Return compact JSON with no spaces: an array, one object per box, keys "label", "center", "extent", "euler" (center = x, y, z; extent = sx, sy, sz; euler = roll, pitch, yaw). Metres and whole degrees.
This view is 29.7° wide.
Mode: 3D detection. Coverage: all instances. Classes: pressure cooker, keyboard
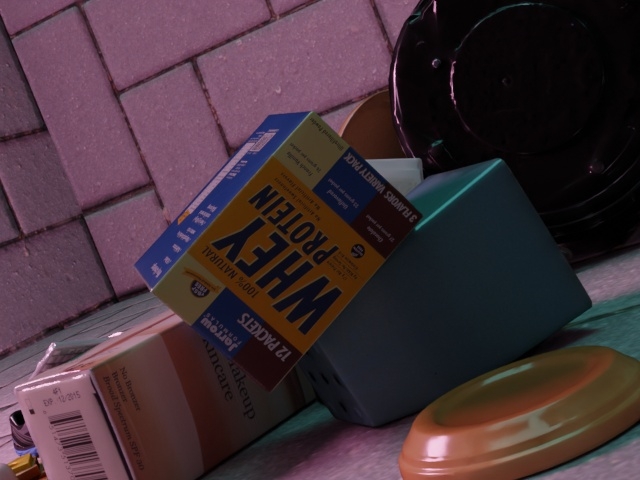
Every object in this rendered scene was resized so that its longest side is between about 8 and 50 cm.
[{"label":"pressure cooker","center":[0.311,-0.191,1.634],"extent":[0.375,0.370,0.420],"euler":[-62,-15,7]},{"label":"keyboard","center":[-0.225,0.133,1.307],"extent":[0.072,0.014,0.256],"euler":[-58,-23,14]}]

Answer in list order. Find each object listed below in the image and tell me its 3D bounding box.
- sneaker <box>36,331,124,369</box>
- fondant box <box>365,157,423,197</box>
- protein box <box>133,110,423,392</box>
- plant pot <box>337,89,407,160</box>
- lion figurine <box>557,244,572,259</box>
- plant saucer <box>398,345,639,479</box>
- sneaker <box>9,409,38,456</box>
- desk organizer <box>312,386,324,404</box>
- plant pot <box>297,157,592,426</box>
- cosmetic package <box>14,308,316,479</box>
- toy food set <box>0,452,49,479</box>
[{"label":"sneaker","center":[-0.402,0.227,2.169],"extent":[0.235,0.090,0.095],"euler":[-16,-7,20]},{"label":"fondant box","center":[0.000,0.000,1.585],"extent":[0.238,0.096,0.330],"euler":[-2,-21,-3]},{"label":"protein box","center":[-0.047,0.002,1.093],"extent":[0.201,0.136,0.200],"euler":[-49,13,-5]},{"label":"plant pot","center":[0.087,-0.106,1.776],"extent":[0.032,0.236,0.236],"euler":[15,29,42]},{"label":"lion figurine","center":[0.084,0.071,1.439],"extent":[0.392,0.142,0.240],"euler":[-8,-10,-27]},{"label":"plant saucer","center":[0.147,0.124,0.886],"extent":[0.200,0.037,0.200],"euler":[-21,4,1]},{"label":"sneaker","center":[-0.357,0.243,1.636],"extent":[0.188,0.078,0.067],"euler":[-18,6,34]},{"label":"desk organizer","center":[0.003,0.102,1.262],"extent":[0.050,0.130,0.047],"euler":[-21,3,-12]},{"label":"plant pot","center":[0.092,0.063,1.139],"extent":[0.234,0.165,0.166],"euler":[-36,9,-19]},{"label":"cosmetic package","center":[-0.141,0.151,1.233],"extent":[0.129,0.153,0.296],"euler":[-17,8,39]},{"label":"toy food set","center":[-0.314,0.238,1.385],"extent":[0.306,0.092,0.220],"euler":[-22,4,-11]}]
